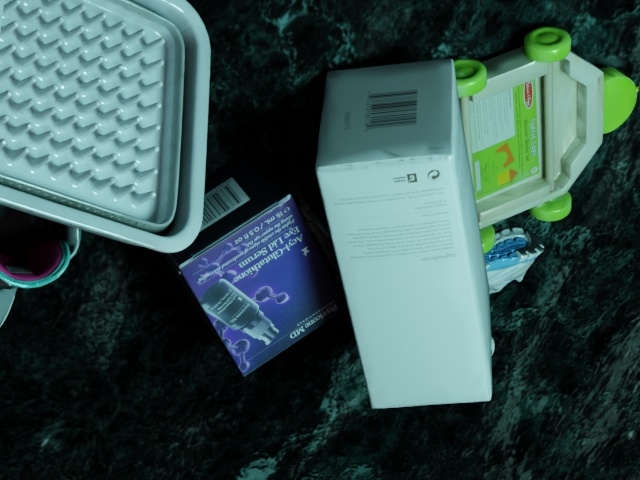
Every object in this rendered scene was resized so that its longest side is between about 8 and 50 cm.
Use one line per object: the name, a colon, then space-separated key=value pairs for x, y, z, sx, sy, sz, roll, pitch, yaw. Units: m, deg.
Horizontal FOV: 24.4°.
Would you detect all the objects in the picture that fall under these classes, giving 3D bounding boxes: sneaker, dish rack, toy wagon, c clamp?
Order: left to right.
sneaker: x=-0.321 y=0.013 z=1.491 sx=0.124 sy=0.178 sz=0.295 roll=-8 pitch=126 yaw=-28
dish rack: x=-0.255 y=-0.143 z=1.403 sx=0.333 sy=0.285 sz=0.072 roll=19 pitch=152 yaw=-39
c clamp: x=0.000 y=0.000 z=1.719 sx=0.022 sy=0.137 sz=0.160 roll=-31 pitch=139 yaw=-3
sneaker: x=0.203 y=0.041 z=1.925 sx=0.191 sy=0.071 sz=0.083 roll=-6 pitch=131 yaw=-29
toy wagon: x=0.264 y=-0.136 z=1.832 sx=0.344 sy=0.068 sz=0.267 roll=-23 pitch=132 yaw=-17

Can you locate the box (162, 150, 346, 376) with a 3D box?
box: x=-0.084 y=0.028 z=1.704 sx=0.153 sy=0.108 sz=0.207 roll=-34 pitch=133 yaw=-7

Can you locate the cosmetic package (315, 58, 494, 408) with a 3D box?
cosmetic package: x=0.106 y=-0.001 z=1.698 sx=0.155 sy=0.197 sz=0.365 roll=-5 pitch=128 yaw=9
